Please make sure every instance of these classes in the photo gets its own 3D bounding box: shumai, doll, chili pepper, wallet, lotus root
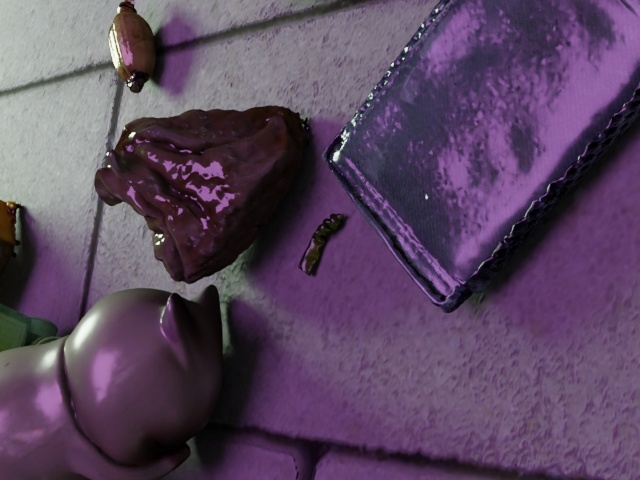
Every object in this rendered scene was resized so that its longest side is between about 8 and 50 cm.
[{"bbox_3d":[-0.149,-0.075,1.272,0.218,0.185,0.184,-40,38,34],"label":"shumai"},{"bbox_3d":[-0.274,0.196,1.290,0.370,0.215,0.226,-22,82,12],"label":"doll"},{"bbox_3d":[0.000,0.000,1.231,0.083,0.022,0.027,-59,10,19],"label":"chili pepper"},{"bbox_3d":[0.168,-0.127,1.045,0.342,0.075,0.237,-52,52,22],"label":"wallet"},{"bbox_3d":[-0.261,-0.273,1.568,0.072,0.063,0.152,129,133,-63],"label":"lotus root"}]

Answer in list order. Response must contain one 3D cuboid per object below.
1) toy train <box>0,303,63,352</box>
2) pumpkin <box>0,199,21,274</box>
[{"bbox_3d":[-0.437,0.216,1.506,0.159,0.188,0.272,-25,45,42],"label":"toy train"},{"bbox_3d":[-0.626,0.019,1.745,0.303,0.225,0.256,-33,36,44],"label":"pumpkin"}]
